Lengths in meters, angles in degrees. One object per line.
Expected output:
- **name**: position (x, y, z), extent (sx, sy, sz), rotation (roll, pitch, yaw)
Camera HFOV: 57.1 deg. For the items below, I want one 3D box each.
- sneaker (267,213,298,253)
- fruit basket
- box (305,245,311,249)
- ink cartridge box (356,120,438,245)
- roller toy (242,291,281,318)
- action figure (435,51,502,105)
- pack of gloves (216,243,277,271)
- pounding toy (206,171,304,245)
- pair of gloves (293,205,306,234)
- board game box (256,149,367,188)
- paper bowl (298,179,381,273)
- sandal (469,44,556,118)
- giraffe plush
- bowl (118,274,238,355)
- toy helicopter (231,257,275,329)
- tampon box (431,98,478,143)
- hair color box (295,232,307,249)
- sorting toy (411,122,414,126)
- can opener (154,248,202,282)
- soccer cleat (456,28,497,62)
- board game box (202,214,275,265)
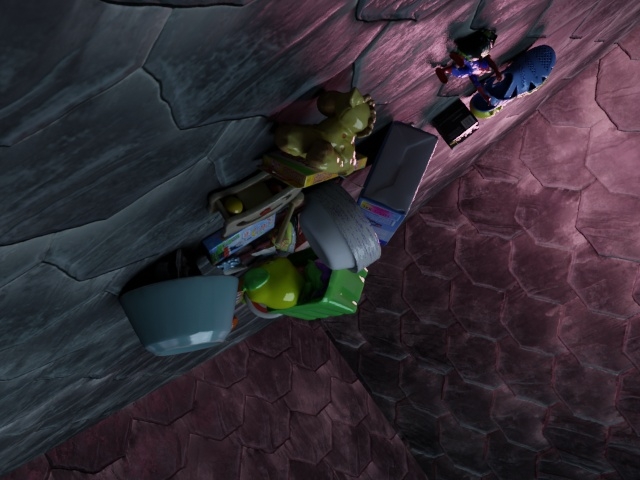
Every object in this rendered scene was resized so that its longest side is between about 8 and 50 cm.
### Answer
- **sneaker**: position (-0.120, -0.020, 1.845), extent (0.094, 0.081, 0.208), rotation (8, 150, -4)
- **fruit basket**: position (-0.083, 0.129, 2.003), extent (0.392, 0.392, 0.282), rotation (124, -13, -64)
- **box**: position (0.000, 0.000, 2.330), extent (0.130, 0.091, 0.170), rotation (-38, 170, 10)
- **ink cartridge box**: position (0.208, -0.155, 1.827), extent (0.395, 0.151, 0.269), rotation (99, 15, -74)
- **roller toy**: position (-0.192, 0.195, 2.244), extent (0.209, 0.191, 0.146), rotation (-50, -178, -1)
- **action figure**: position (0.425, -0.438, 1.586), extent (0.091, 0.139, 0.280), rotation (-42, 171, 37)
- **pack of gloves**: position (-0.240, 0.050, 1.912), extent (0.195, 0.046, 0.232), rotation (-18, 170, -4)
- **pounding toy**: position (-0.116, -0.076, 1.355), extent (0.270, 0.154, 0.154), rotation (-28, 172, -41)
- **pair of gloves**: position (-0.044, -0.069, 1.994), extent (0.240, 0.042, 0.204), rotation (-28, 167, -43)
- **board game box**: position (-0.016, -0.177, 1.325), extent (0.259, 0.124, 0.039), rotation (-27, 139, -47)
- **paper bowl**: position (0.042, -0.026, 1.764), extent (0.148, 0.284, 0.284), rotation (-34, 170, -10)
- **sandal**: position (0.635, -0.526, 1.936), extent (0.317, 0.126, 0.138), rotation (-39, 166, 11)
- **giraffe plush**: position (0.031, -0.226, 1.175), extent (0.170, 0.210, 0.181), rotation (-63, -169, 9)
- **bowl**: position (-0.355, 0.205, 1.543), extent (0.312, 0.163, 0.311), rotation (-12, 167, -3)
- **toy helicopter**: position (-0.299, 0.163, 2.083), extent (0.355, 0.140, 0.235), rotation (-45, 163, -11)
- **tampon box**: position (0.464, -0.394, 2.012), extent (0.120, 0.101, 0.161), rotation (-38, 171, 13)
- **hair color box**: position (-0.038, -0.025, 2.192), extent (0.167, 0.053, 0.093), rotation (-35, 169, 0)
- **sorting toy**: position (0.268, -0.333, 1.843), extent (0.083, 0.045, 0.075), rotation (-26, 147, -45)
- **can opener**: position (-0.378, 0.089, 1.571), extent (0.095, 0.075, 0.283), rotation (-2, 166, -6)
- **soccer cleat**: position (0.391, -0.488, 1.462), extent (0.179, 0.060, 0.072), rotation (-34, 163, -52)
- **board game box**: position (-0.221, -0.019, 1.620), extent (0.212, 0.039, 0.160), rotation (-34, 170, -15)
